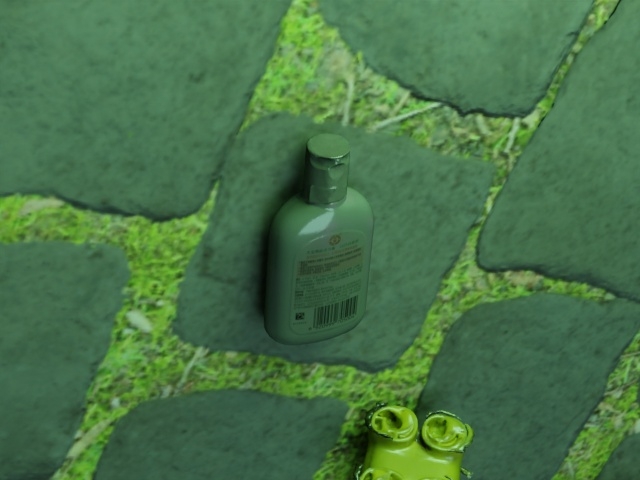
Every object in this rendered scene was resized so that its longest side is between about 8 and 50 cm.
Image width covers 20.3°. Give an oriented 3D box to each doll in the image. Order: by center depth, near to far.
[{"bbox_3d":[0.061,0.246,1.458,0.143,0.135,0.221,8,134,4],"label":"doll"}]

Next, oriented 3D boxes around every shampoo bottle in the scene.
[{"bbox_3d":[0.000,0.000,1.266,0.080,0.040,0.165,-12,130,-20],"label":"shampoo bottle"}]
